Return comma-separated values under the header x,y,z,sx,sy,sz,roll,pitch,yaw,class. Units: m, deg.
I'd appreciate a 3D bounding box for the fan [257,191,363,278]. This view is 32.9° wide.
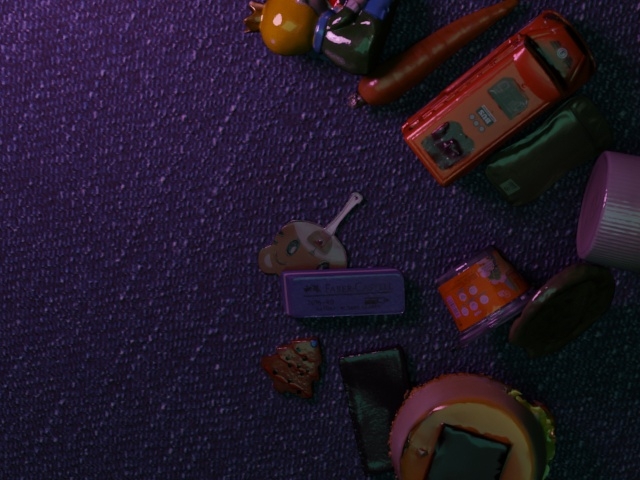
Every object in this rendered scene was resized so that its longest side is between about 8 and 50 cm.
x,y,z,sx,sy,sz,roll,pitch,yaw,class
0.000,0.000,1.953,0.152,0.008,0.227,37,105,-4,fan

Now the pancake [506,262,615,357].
x,y,z,sx,sy,sz,roll,pitch,yaw,class
0.414,0.124,1.842,0.222,0.236,0.042,-32,55,-5,pancake

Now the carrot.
x,y,z,sx,sy,sz,roll,pitch,yaw,class
0.187,-0.318,1.829,0.336,0.069,0.069,-33,98,10,carrot

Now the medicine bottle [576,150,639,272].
x,y,z,sx,sy,sz,roll,pitch,yaw,class
0.632,-0.019,1.770,0.384,0.224,0.224,12,105,3,medicine bottle

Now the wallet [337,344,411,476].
x,y,z,sx,sy,sz,roll,pitch,yaw,class
0.116,0.317,2.009,0.124,0.025,0.244,-11,102,8,wallet

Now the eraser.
x,y,z,sx,sy,sz,roll,pitch,yaw,class
0.039,0.093,1.952,0.225,0.036,0.082,-2,109,3,eraser

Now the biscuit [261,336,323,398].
x,y,z,sx,sy,sz,roll,pitch,yaw,class
-0.044,0.230,2.009,0.119,0.019,0.130,34,104,-3,biscuit

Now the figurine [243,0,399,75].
x,y,z,sx,sy,sz,roll,pitch,yaw,class
0.000,-0.384,1.809,0.234,0.127,0.185,21,93,14,figurine

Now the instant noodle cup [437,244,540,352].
x,y,z,sx,sy,sz,roll,pitch,yaw,class
0.282,0.088,1.874,0.208,0.177,0.126,-31,83,-12,instant noodle cup

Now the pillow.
x,y,z,sx,sy,sz,roll,pitch,yaw,class
0.392,-0.148,1.851,0.217,0.033,0.130,-39,120,13,pillow

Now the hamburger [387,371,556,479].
x,y,z,sx,sy,sz,roll,pitch,yaw,class
0.266,0.375,1.931,0.294,0.179,0.276,14,101,4,hamburger

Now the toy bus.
x,y,z,sx,sy,sz,roll,pitch,yaw,class
0.297,-0.234,1.791,0.329,0.153,0.143,-37,96,13,toy bus
